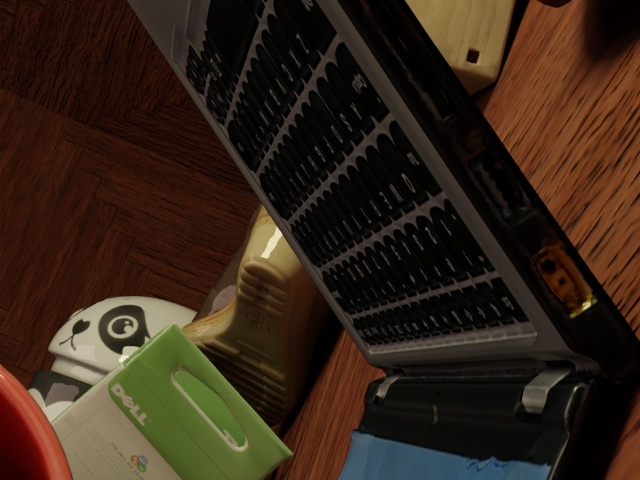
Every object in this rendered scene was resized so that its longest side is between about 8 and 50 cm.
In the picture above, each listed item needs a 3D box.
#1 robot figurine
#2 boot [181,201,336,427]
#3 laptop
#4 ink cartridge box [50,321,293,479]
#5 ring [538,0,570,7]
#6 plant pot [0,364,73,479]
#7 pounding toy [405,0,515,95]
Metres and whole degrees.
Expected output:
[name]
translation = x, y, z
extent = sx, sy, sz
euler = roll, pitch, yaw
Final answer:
[robot figurine]
translation = -0.149, 0.176, 1.418
extent = 0.173, 0.209, 0.278
euler = 63, -132, -77
[boot]
translation = 0.000, 0.000, 1.276
extent = 0.207, 0.090, 0.248
euler = -55, -5, -32
[laptop]
translation = -0.070, 0.055, 0.610
extent = 0.236, 0.408, 0.382
euler = -34, 0, -7
[ink cartridge box]
translation = -0.100, 0.126, 1.234
extent = 0.209, 0.109, 0.062
euler = -40, 1, 39
[ring]
translation = 0.149, -0.229, 0.651
extent = 0.336, 0.032, 0.336
euler = -158, 90, -86
[plant pot]
translation = -0.261, 0.205, 1.156
extent = 0.243, 0.275, 0.275
euler = 86, -156, -69
[pounding toy]
translation = 0.048, -0.102, 0.957
extent = 0.181, 0.094, 0.206
euler = 160, 123, -79
